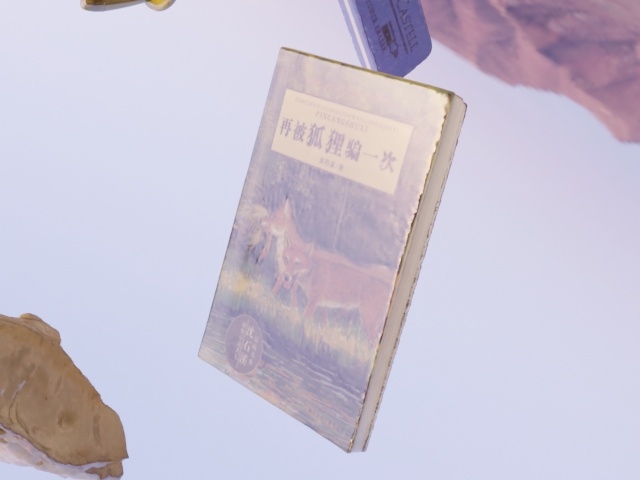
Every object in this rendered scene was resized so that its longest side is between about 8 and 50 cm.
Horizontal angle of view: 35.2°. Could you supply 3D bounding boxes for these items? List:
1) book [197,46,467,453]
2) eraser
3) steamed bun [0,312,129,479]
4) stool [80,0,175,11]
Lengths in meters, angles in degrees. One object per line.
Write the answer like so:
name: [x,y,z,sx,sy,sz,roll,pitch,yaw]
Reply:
book: [0.000,0.000,0.652,0.024,0.228,0.160,5,-166,-46]
eraser: [0.054,-0.267,1.042,0.036,0.082,0.225,33,156,43]
steamed bun: [-0.467,0.196,1.462,0.428,0.189,0.247,42,-133,-49]
stool: [-0.248,-0.356,1.306,0.111,0.135,0.134,-3,-146,-41]
